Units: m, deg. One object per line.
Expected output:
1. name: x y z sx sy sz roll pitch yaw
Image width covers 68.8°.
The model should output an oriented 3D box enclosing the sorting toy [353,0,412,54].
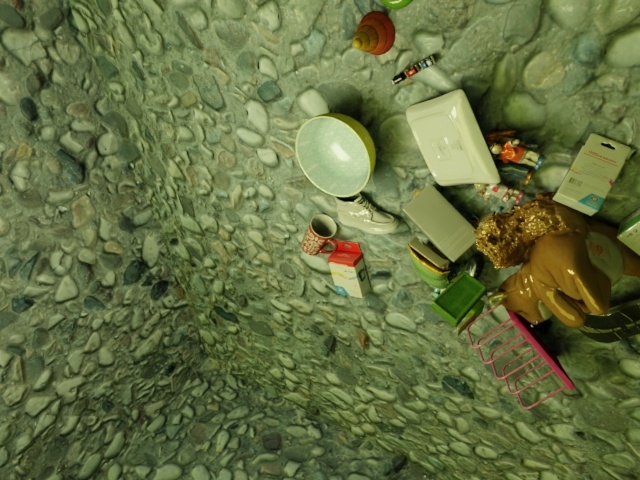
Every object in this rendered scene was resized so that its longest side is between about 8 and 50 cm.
1. sorting toy: 0.167 -0.646 1.236 0.127 0.126 0.366 38 140 10

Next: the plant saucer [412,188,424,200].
1. plant saucer: 0.349 -0.135 1.593 0.083 0.015 0.083 23 135 24

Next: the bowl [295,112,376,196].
1. bowl: 0.076 -0.309 1.572 0.289 0.156 0.289 23 135 24

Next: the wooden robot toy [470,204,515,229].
1. wooden robot toy: 0.531 -0.048 1.461 0.173 0.079 0.076 -18 110 48

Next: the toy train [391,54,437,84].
1. toy train: 0.267 -0.490 1.348 0.158 0.036 0.027 -17 111 46

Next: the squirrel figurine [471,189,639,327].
1. squirrel figurine: 0.641 0.067 1.366 0.397 0.281 0.370 52 151 7

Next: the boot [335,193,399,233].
1. boot: 0.162 -0.106 1.713 0.258 0.095 0.123 12 136 35

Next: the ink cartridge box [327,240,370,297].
1. ink cartridge box: 0.115 0.120 1.957 0.134 0.078 0.231 6 126 37

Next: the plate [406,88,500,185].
1. plate: 0.363 -0.274 1.348 0.277 0.045 0.278 62 164 -14

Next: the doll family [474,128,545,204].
1. doll family: 0.521 -0.223 1.320 0.163 0.118 0.263 24 154 15

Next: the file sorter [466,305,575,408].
1. file sorter: 0.654 0.380 1.569 0.182 0.202 0.291 -40 94 17

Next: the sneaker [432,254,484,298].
1. sneaker: 0.474 0.144 1.650 0.122 0.110 0.283 34 139 18

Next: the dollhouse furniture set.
1. dollhouse furniture set: 0.369 0.156 1.532 0.301 0.151 0.198 41 165 29

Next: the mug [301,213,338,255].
1. mug: -0.009 -0.001 1.925 0.169 0.113 0.150 123 136 -53

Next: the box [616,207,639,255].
1. box: 0.847 -0.026 1.202 0.102 0.087 0.101 41 140 7

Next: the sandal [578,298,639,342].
1. sandal: 0.881 0.226 1.376 0.120 0.086 0.303 53 151 0

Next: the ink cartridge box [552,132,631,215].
1. ink cartridge box: 0.691 -0.168 1.193 0.104 0.181 0.061 29 178 18

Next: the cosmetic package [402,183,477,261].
1. cosmetic package: 0.387 -0.056 1.508 0.238 0.127 0.107 49 -175 9

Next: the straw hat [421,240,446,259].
1. straw hat: 0.417 0.042 1.641 0.061 0.144 0.144 -34 100 11
